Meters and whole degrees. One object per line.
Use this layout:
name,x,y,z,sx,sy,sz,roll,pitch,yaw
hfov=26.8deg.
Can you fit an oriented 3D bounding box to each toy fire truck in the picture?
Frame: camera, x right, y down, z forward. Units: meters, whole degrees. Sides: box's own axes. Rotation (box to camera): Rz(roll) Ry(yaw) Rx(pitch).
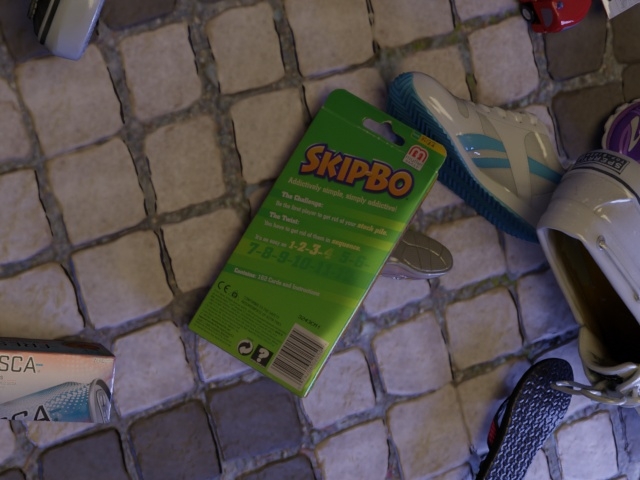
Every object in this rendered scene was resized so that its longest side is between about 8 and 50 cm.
toy fire truck,0.207,-0.280,1.230,0.047,0.135,0.192,-33,108,-14

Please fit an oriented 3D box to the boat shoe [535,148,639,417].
boat shoe,0.289,0.104,1.283,0.156,0.135,0.367,-44,127,-28

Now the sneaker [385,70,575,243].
sneaker,0.153,-0.093,1.271,0.228,0.087,0.092,39,76,-29

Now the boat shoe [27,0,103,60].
boat shoe,-0.202,-0.315,1.084,0.119,0.121,0.335,12,82,-15

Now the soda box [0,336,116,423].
soda box,-0.270,0.116,1.141,0.183,0.058,0.063,5,96,-22

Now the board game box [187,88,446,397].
board game box,0.000,0.000,1.216,0.124,0.039,0.259,31,88,7

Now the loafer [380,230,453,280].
loafer,0.065,0.015,1.276,0.125,0.039,0.045,8,62,-26

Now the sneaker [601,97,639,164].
sneaker,0.357,-0.119,1.350,0.169,0.071,0.068,-28,107,-15

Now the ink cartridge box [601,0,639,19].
ink cartridge box,0.313,-0.271,1.332,0.115,0.029,0.063,-31,109,-14

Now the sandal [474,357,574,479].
sandal,0.194,0.193,1.348,0.067,0.040,0.179,31,85,-26
